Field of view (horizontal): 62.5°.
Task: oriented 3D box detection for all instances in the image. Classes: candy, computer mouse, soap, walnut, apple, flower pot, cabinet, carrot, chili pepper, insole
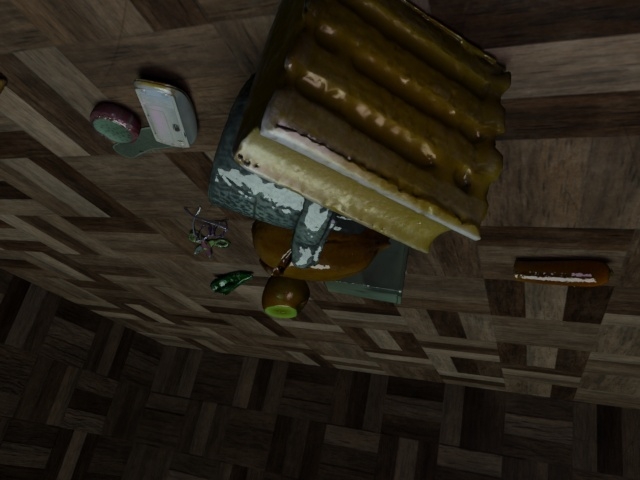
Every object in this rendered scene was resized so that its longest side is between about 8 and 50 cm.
[{"bbox_3d":[-0.429,-0.245,1.107,0.103,0.043,0.103,12,159,5],"label":"candy"},{"bbox_3d":[-0.299,-0.251,1.025,0.102,0.044,0.199,11,157,2],"label":"computer mouse"},{"bbox_3d":[0.081,-0.173,0.705,0.335,0.293,0.156,22,158,-24],"label":"soap"},{"bbox_3d":[0.000,0.000,1.269,0.337,0.208,0.209,2,156,4],"label":"walnut"},{"bbox_3d":[-0.116,0.187,1.785,0.147,0.163,0.146,22,168,17],"label":"apple"},{"bbox_3d":[-0.025,-0.107,0.905,0.283,0.298,0.299,19,157,-4],"label":"flower pot"},{"bbox_3d":[0.125,0.069,1.413,0.206,0.150,0.145,8,162,10],"label":"cabinet"},{"bbox_3d":[0.600,0.080,1.310,0.225,0.067,0.067,0,154,30],"label":"carrot"},{"bbox_3d":[-0.316,0.153,1.963,0.088,0.059,0.227,24,150,-35],"label":"chili pepper"},{"bbox_3d":[-0.398,-0.222,1.193,0.232,0.003,0.080,-7,150,38],"label":"insole"}]

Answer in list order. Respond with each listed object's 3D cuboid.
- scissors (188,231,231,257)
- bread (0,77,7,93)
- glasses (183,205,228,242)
[{"bbox_3d":[-0.371,0.020,1.715,0.134,0.019,0.187,15,156,-16],"label":"scissors"},{"bbox_3d":[-0.746,-0.326,1.072,0.160,0.169,0.140,47,178,36],"label":"bread"},{"bbox_3d":[-0.340,-0.049,1.491,0.140,0.062,0.104,-7,149,36],"label":"glasses"}]
